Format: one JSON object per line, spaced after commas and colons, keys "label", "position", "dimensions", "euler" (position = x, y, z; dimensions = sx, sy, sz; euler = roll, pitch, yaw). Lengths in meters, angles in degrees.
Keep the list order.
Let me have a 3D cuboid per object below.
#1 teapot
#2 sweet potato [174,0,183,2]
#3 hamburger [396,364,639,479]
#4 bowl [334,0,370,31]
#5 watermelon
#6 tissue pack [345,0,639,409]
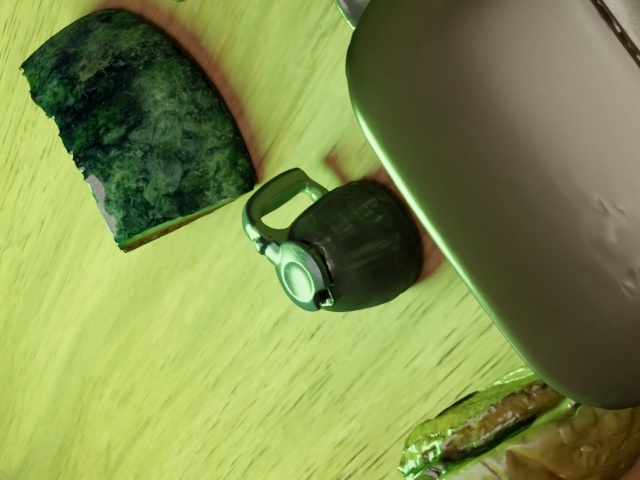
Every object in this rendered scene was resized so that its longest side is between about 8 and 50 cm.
{"label": "teapot", "position": [0.006, -0.001, 1.278], "dimensions": [0.111, 0.108, 0.149], "euler": [-32, 86, 54]}
{"label": "sweet potato", "position": [-0.119, -0.346, 1.230], "dimensions": [0.124, 0.098, 0.310], "euler": [-138, 33, -62]}
{"label": "hamburger", "position": [0.168, 0.175, 1.154], "dimensions": [0.208, 0.155, 0.135], "euler": [-33, 89, 49]}
{"label": "bowl", "position": [0.094, -0.202, 0.995], "dimensions": [0.289, 0.146, 0.289], "euler": [33, 136, 38]}
{"label": "watermelon", "position": [-0.214, -0.097, 1.493], "dimensions": [0.318, 0.148, 0.226], "euler": [41, 147, 33]}
{"label": "tissue pack", "position": [0.224, -0.104, 0.676], "dimensions": [0.277, 0.387, 0.267], "euler": [-37, 80, 38]}
